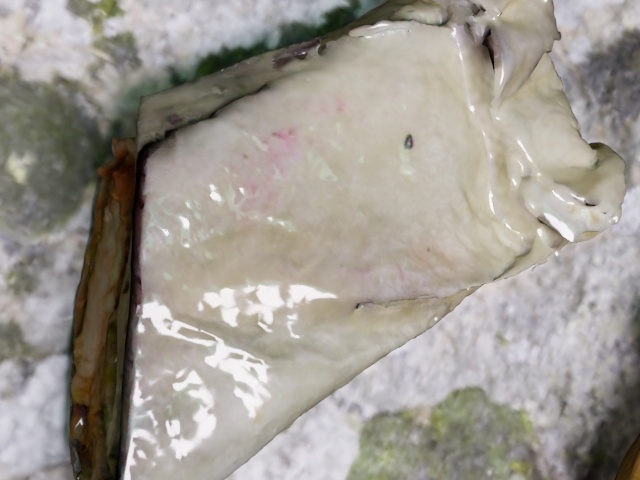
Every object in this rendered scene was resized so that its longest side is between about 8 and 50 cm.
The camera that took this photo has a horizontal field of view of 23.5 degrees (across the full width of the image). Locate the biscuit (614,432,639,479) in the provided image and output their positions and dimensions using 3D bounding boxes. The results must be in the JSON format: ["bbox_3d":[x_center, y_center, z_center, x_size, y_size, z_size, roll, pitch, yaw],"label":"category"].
[{"bbox_3d":[0.353,0.122,0.729,0.368,0.076,0.394,-39,70,-17],"label":"biscuit"}]

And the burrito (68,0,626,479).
[{"bbox_3d":[-0.008,-0.010,0.722,0.348,0.107,0.175,-34,85,-19],"label":"burrito"}]
